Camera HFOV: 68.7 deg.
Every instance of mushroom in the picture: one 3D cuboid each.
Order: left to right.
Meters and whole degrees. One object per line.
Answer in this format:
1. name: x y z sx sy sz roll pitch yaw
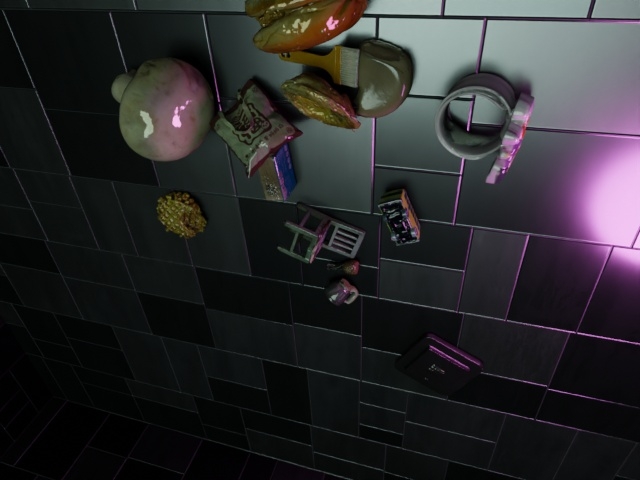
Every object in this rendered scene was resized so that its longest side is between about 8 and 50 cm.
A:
1. mushroom: -0.509 -0.418 1.461 0.336 0.314 0.315 33 136 30

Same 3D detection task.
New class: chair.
1. chair: 0.000 0.000 1.642 0.270 0.147 0.136 25 130 3

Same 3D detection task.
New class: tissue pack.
1. tissue pack: -0.146 -0.229 1.537 0.082 0.120 0.169 4 129 21

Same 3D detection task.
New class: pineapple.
1. pineapple: 0.080 0.095 1.749 0.124 0.058 0.058 7 128 24

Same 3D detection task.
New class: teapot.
1. teapot: 0.084 0.192 1.813 0.090 0.124 0.092 -40 64 23

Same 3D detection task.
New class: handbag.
1. handbag: -0.204 -0.338 1.417 0.213 0.127 0.235 -41 81 8

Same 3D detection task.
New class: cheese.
1. cheese: 0.158 -0.428 1.286 0.175 0.091 0.203 25 130 3

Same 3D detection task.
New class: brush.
1. brush: -0.011 -0.498 1.296 0.272 0.013 0.103 23 133 27

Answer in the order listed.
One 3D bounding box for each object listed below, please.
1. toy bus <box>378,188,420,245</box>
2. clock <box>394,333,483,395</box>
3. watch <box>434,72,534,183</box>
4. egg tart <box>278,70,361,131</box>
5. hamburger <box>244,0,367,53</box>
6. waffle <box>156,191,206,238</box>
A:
1. toy bus: 0.256 -0.078 1.511 0.088 0.101 0.175 -12 126 28
2. clock: 0.478 0.520 1.923 0.278 0.049 0.273 29 131 -2
3. watch: 0.416 -0.293 1.236 0.231 0.196 0.244 20 134 15
4. egg tart: 0.009 -0.397 1.318 0.252 0.232 0.099 26 92 -17
5. hamburger: -0.028 -0.555 1.127 0.318 0.319 0.158 -8 118 26
6. waffle: -0.542 -0.098 1.821 0.197 0.070 0.193 -4 124 24
